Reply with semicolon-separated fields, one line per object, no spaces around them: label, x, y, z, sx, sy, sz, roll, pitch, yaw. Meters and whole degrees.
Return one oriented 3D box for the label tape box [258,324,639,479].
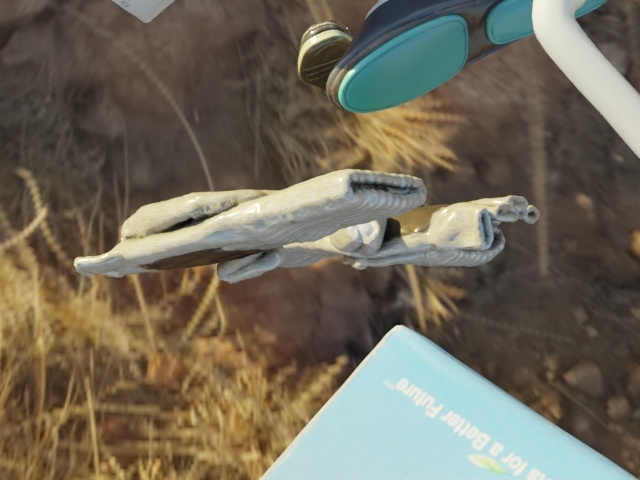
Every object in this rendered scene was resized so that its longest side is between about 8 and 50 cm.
label tape box;0.010;0.226;0.484;0.348;0.249;0.115;-50;139;-9

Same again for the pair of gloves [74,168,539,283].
pair of gloves;0.000;0.000;1.108;0.204;0.240;0.042;-8;83;31

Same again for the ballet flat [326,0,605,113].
ballet flat;0.083;-0.141;1.174;0.203;0.074;0.074;-25;103;-14

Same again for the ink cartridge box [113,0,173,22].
ink cartridge box;-0.029;-0.252;1.159;0.066;0.232;0.189;40;136;-17

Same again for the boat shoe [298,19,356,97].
boat shoe;0.005;-0.156;1.580;0.056;0.152;0.049;-20;77;2

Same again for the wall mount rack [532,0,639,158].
wall mount rack;0.216;-0.148;0.512;0.304;0.350;0.130;-39;88;-16
